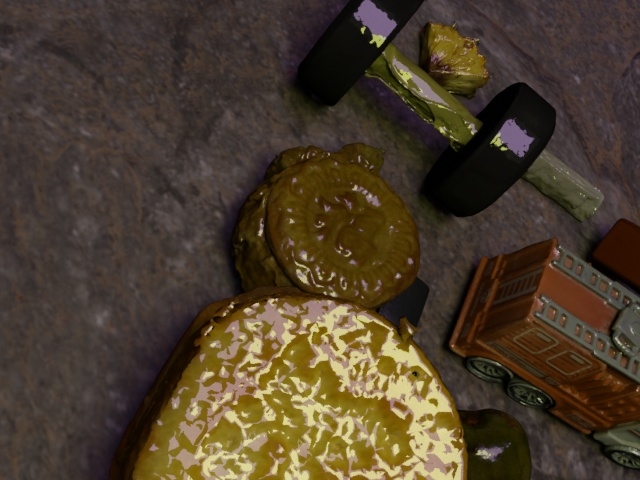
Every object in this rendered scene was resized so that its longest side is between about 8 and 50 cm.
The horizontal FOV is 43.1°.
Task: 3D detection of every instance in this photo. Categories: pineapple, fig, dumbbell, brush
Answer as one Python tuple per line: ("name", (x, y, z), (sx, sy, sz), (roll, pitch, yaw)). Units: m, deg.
("pineapple", (0.194, -0.277, 1.270), (0.116, 0.069, 0.137), (-37, 81, -24))
("fig", (0.199, 0.301, 1.058), (0.133, 0.184, 0.126), (-15, 41, -23))
("dumbbell", (0.147, -0.205, 1.137), (0.322, 0.204, 0.203), (40, 61, -7))
("brush", (0.095, 0.129, 1.105), (0.063, 0.016, 0.193), (30, 62, -12))

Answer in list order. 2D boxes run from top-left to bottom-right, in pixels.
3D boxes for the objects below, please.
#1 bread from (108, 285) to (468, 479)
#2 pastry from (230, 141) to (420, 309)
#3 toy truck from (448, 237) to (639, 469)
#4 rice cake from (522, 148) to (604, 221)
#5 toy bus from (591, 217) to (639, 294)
("bread", (-0.030, 0.246, 0.863), (0.398, 0.215, 0.398), (1, 77, -6))
("pastry", (0.000, 0.000, 1.055), (0.240, 0.132, 0.235), (-6, 66, -33))
("toy truck", (0.393, 0.164, 1.117), (0.388, 0.207, 0.173), (32, 63, -11))
("rice cake", (0.340, -0.121, 1.283), (0.256, 0.052, 0.057), (35, 92, -10))
("toy bus", (0.523, 0.079, 1.112), (0.092, 0.409, 0.093), (32, 99, -25))
